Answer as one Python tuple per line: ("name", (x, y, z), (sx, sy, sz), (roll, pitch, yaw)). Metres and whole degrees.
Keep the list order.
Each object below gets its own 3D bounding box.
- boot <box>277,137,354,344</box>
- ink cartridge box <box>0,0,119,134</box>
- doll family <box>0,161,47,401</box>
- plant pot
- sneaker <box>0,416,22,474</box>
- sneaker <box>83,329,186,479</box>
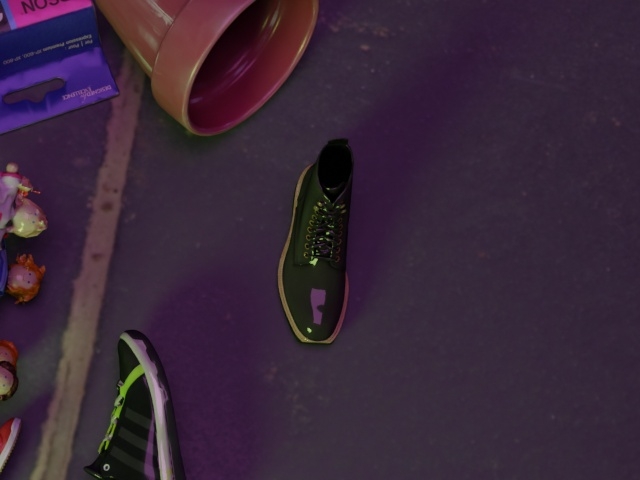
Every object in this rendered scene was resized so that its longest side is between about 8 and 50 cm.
("boot", (0.000, 0.000, 1.728), (0.076, 0.137, 0.198), (0, 75, -8))
("ink cartridge box", (-0.360, -0.303, 1.799), (0.175, 0.069, 0.371), (-20, 81, -13))
("doll family", (-0.355, 0.052, 1.665), (0.163, 0.118, 0.263), (19, 71, -34))
("plant pot", (-0.132, -0.242, 1.756), (0.180, 0.201, 0.201), (41, 72, 19))
("sneaker", (-0.348, 0.220, 1.664), (0.067, 0.042, 0.118), (27, 75, -4))
("sneaker", (-0.191, 0.205, 1.670), (0.097, 0.084, 0.235), (-10, 76, -10))
